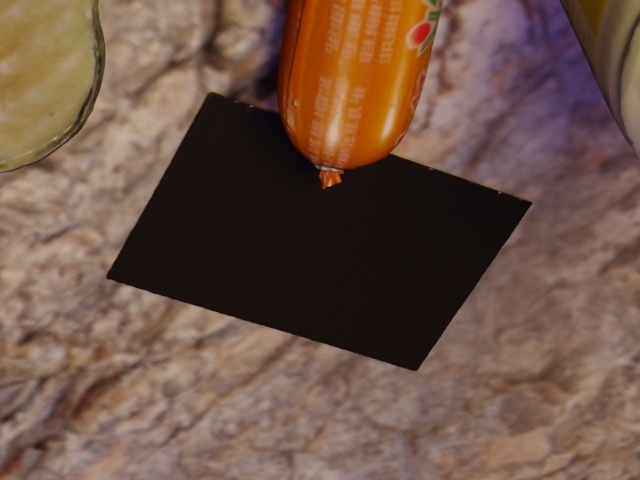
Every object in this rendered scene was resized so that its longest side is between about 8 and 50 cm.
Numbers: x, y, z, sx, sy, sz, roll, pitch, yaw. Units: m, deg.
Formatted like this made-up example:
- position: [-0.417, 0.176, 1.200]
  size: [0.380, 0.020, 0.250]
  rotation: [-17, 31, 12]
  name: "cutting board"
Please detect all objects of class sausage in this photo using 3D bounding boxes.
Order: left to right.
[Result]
- position: [0.022, -0.120, 0.894]
  size: [0.071, 0.071, 0.234]
  rotation: [0, 129, -12]
  name: "sausage"

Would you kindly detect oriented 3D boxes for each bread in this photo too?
- position: [-0.149, -0.134, 0.852]
  size: [0.172, 0.064, 0.232]
  rotation: [17, 122, -23]
  name: "bread"

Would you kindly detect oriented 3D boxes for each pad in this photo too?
- position: [0.000, 0.000, 1.032]
  size: [0.190, 0.004, 0.127]
  rotation: [18, 124, -24]
  name: "pad"

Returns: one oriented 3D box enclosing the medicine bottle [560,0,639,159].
- position: [0.176, -0.098, 0.819]
  size: [0.143, 0.258, 0.143]
  rotation: [-6, 129, -7]
  name: "medicine bottle"
